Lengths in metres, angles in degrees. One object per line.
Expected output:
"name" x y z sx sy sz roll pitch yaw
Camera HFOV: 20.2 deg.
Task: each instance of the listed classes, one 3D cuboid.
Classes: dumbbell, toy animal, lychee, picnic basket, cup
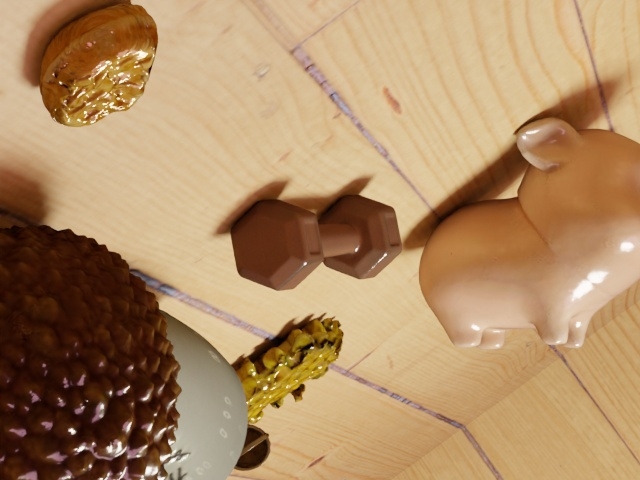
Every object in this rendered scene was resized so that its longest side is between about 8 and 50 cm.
"dumbbell" 0.000 0.000 1.827 0.082 0.092 0.231 -11 177 29
"toy animal" 0.275 -0.002 2.178 0.326 0.269 0.237 -6 175 23
"lychee" -0.226 0.120 1.398 0.267 0.267 0.267 -32 164 -10
"picnic basket" -0.102 0.286 2.485 0.072 0.072 0.083 -35 177 -2
"cup" -0.222 0.153 1.707 0.258 0.186 0.234 -10 159 11

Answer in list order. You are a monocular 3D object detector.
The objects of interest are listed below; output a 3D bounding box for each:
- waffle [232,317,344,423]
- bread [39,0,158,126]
"waffle" -0.062 0.180 2.303 0.229 0.051 0.231 -41 165 10
"bread" -0.152 -0.118 1.230 0.083 0.044 0.110 -27 165 -23
